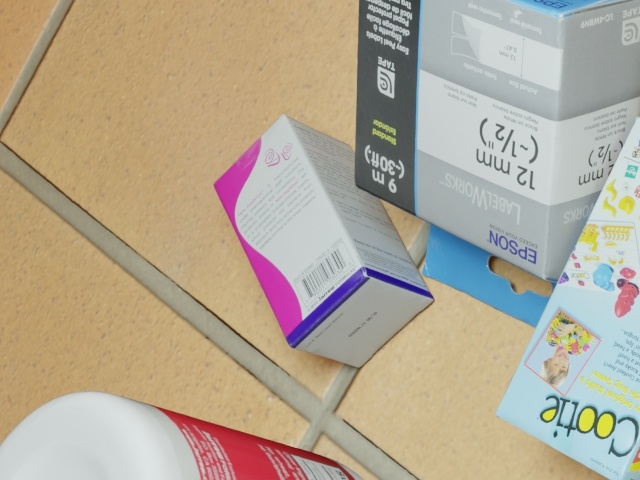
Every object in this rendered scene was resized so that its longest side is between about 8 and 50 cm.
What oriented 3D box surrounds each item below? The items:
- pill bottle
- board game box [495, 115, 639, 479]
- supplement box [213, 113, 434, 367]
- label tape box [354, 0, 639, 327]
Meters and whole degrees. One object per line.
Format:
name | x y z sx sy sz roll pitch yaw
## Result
pill bottle | -0.083 0.278 1.650 0.229 0.408 0.229 -16 65 36
board game box | 0.290 0.062 1.586 0.144 0.142 0.275 28 94 43
supplement box | 0.000 0.000 1.882 0.111 0.114 0.220 -43 52 22
label tape box | 0.147 -0.075 1.674 0.249 0.115 0.347 28 124 44
